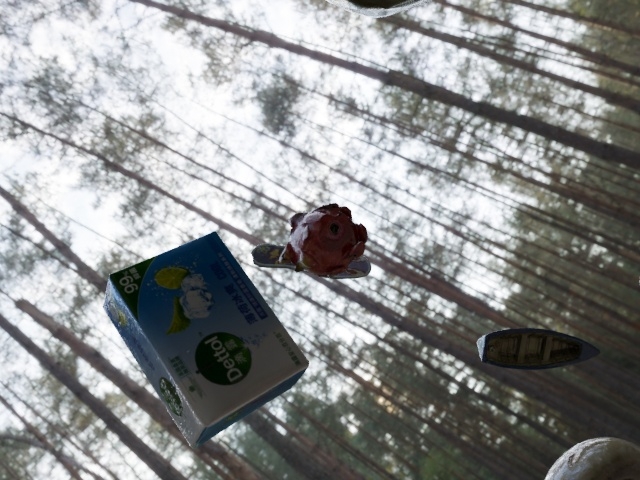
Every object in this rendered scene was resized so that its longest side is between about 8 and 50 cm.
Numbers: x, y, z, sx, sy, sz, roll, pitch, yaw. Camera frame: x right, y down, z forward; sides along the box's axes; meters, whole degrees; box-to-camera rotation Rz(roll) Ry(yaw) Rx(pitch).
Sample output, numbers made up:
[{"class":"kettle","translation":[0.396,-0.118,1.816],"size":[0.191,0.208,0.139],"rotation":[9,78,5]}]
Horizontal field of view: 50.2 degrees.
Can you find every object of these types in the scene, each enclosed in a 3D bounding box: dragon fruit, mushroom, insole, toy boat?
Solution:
[{"class":"dragon fruit","translation":[0.005,-0.003,1.000],"size":[0.068,0.126,0.112],"rotation":[53,-133,-81]},{"class":"mushroom","translation":[0.464,0.434,1.108],"size":[0.226,0.178,0.226],"rotation":[-4,-73,-13]},{"class":"insole","translation":[-0.016,0.031,1.089],"size":[0.004,0.197,0.065],"rotation":[89,-168,-46]},{"class":"toy boat","translation":[0.391,0.192,1.230],"size":[0.229,0.046,0.080],"rotation":[2,-78,-13]}]

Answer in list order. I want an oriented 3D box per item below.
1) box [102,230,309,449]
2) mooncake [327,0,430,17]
[{"class":"box","translation":[-0.127,0.102,0.747],"size":[0.139,0.194,0.073],"rotation":[-26,-21,-35]},{"class":"mooncake","translation":[0.064,-0.427,0.534],"size":[0.467,0.262,0.467],"rotation":[-5,-82,-39]}]
